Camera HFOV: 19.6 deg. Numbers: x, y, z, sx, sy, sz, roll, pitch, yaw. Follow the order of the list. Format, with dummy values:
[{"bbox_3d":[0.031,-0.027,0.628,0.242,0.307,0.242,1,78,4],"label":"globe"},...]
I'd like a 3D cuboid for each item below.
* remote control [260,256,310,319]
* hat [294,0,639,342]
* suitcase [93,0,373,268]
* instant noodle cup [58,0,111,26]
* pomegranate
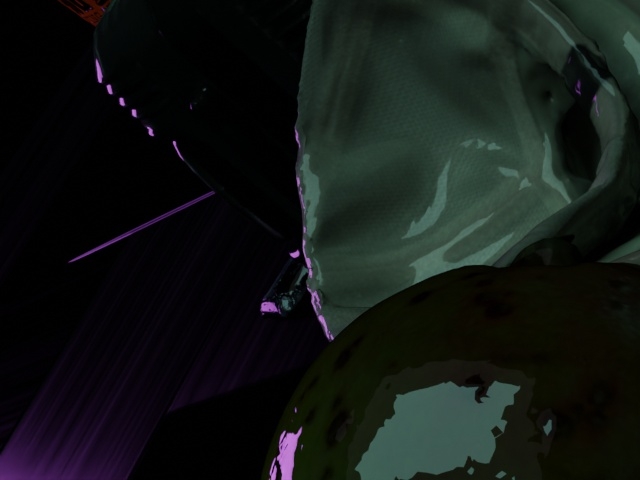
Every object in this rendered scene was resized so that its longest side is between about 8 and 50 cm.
[{"bbox_3d":[0.000,0.000,0.944,0.096,0.014,0.039,-56,22,-17],"label":"remote control"},{"bbox_3d":[0.110,-0.040,0.652,0.164,0.226,0.219,95,169,-50],"label":"hat"},{"bbox_3d":[0.027,-0.133,0.858,0.128,0.202,0.312,-33,25,37],"label":"suitcase"},{"bbox_3d":[-0.079,-0.203,1.242,0.216,0.172,0.216,-41,21,20],"label":"instant noodle cup"},{"bbox_3d":[0.056,0.099,0.486,0.159,0.159,0.205,-7,68,61],"label":"pomegranate"}]
